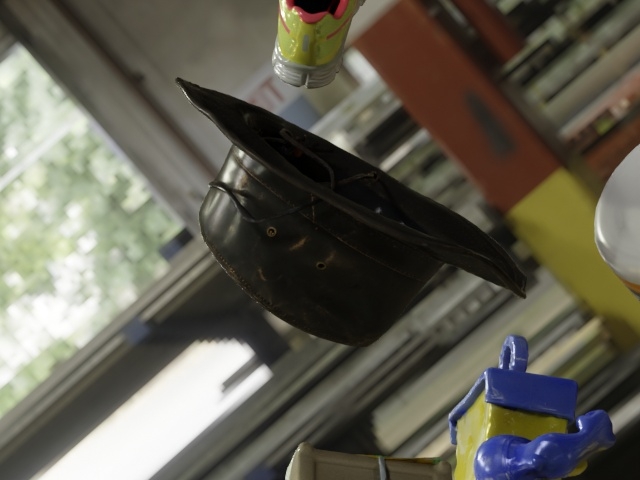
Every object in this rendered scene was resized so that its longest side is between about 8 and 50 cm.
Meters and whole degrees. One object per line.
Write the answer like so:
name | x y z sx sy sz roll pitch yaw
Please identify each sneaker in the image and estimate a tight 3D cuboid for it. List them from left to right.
sneaker | 0.006 -0.239 1.635 0.094 0.081 0.208 95 -179 -55

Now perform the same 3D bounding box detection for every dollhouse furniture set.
dollhouse furniture set | 0.051 0.372 2.090 0.301 0.197 0.151 -90 9 -67

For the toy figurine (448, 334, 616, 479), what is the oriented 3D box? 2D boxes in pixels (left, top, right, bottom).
toy figurine | 0.096 0.146 1.195 0.362 0.191 0.217 110 176 -65

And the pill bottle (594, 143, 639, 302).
pill bottle | 0.353 0.038 1.461 0.162 0.278 0.162 -29 36 24

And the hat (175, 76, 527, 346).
hat | 0.000 0.000 1.486 0.134 0.331 0.331 -60 0 7
